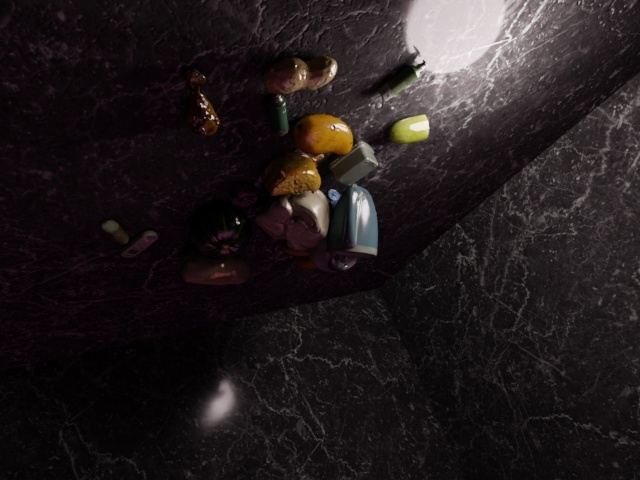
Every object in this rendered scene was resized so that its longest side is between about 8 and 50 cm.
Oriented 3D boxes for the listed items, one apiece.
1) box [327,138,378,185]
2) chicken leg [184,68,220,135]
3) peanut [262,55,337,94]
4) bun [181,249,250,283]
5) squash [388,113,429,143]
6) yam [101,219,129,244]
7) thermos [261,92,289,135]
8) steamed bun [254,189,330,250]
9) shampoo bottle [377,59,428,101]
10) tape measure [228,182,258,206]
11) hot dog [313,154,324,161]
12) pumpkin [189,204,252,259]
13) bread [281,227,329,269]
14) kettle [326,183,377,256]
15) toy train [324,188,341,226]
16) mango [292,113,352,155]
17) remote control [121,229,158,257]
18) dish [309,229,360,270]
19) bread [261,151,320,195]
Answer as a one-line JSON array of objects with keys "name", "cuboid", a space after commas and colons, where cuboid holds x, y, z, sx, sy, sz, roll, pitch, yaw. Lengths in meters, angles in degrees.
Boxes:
[{"name": "box", "cuboid": [0.152, -0.362, 1.940, 0.210, 0.129, 0.148, -34, 154, 27]}, {"name": "chicken leg", "cuboid": [-0.393, -0.443, 1.348, 0.107, 0.087, 0.251, -33, 155, -24]}, {"name": "peanut", "cuboid": [-0.062, -0.549, 1.374, 0.263, 0.101, 0.117, -14, 175, -20]}, {"name": "bun", "cuboid": [-0.555, 0.127, 2.233, 0.365, 0.219, 0.365, -1, 171, 0]}, {"name": "squash", "cuboid": [0.393, -0.496, 1.888, 0.186, 0.123, 0.123, -15, 156, -8]}, {"name": "yam", "cuboid": [-0.891, -0.034, 1.802, 0.069, 0.070, 0.146, -18, 158, -11]}, {"name": "thermos", "cuboid": [-0.159, -0.471, 1.508, 0.073, 0.083, 0.188, -39, 160, -18]}, {"name": "steamed bun", "cuboid": [-0.102, -0.135, 2.022, 0.342, 0.255, 0.367, 39, 150, -19]}, {"name": "shampoo bottle", "cuboid": [0.321, -0.623, 1.606, 0.204, 0.065, 0.065, -32, 156, 21]}, {"name": "tape measure", "cuboid": [-0.352, -0.207, 1.897, 0.125, 0.074, 0.118, 2, 148, -40]}, {"name": "hot dog", "cuboid": [-0.018, -0.372, 1.905, 0.083, 0.021, 0.037, -28, 158, 16]}, {"name": "pumpkin", "cuboid": [-0.475, -0.041, 1.994, 0.300, 0.207, 0.300, -12, 142, -9]}, {"name": "bread", "cuboid": [-0.010, -0.023, 2.478, 0.424, 0.329, 0.245, -31, 115, 20]}, {"name": "kettle", "cuboid": [0.161, -0.103, 1.993, 0.247, 0.342, 0.319, 5, 174, 8]}, {"name": "toy train", "cuboid": [0.143, -0.172, 2.258, 0.299, 0.202, 0.131, -6, 150, -30]}, {"name": "mango", "cuboid": [0.015, -0.428, 1.692, 0.295, 0.120, 0.177, -2, 142, -43]}, {"name": "remote control", "cuboid": [-0.860, 0.015, 1.968, 0.221, 0.042, 0.078, -31, 157, 22]}, {"name": "dish", "cuboid": [0.113, 0.078, 2.266, 0.324, 0.124, 0.324, -13, 139, -12]}, {"name": "bread", "cuboid": [-0.118, -0.299, 1.809, 0.260, 0.160, 0.147, -6, 146, -21]}]
